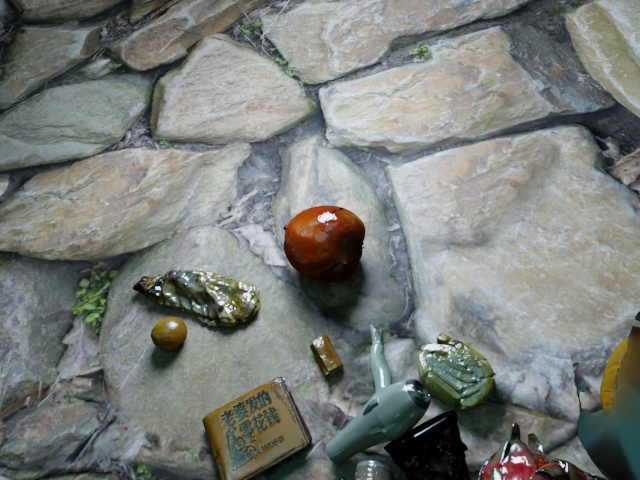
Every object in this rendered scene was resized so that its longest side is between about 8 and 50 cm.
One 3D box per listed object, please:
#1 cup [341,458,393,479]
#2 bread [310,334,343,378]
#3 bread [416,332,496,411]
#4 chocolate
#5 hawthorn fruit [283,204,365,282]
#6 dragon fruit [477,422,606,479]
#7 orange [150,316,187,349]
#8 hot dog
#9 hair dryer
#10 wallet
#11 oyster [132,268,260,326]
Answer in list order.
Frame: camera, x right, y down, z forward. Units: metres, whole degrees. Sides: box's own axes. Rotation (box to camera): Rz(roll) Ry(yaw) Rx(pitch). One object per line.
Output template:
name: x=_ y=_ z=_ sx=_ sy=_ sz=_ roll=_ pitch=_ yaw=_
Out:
cup: x=0.087 y=0.457 z=0.866 sx=0.074 sy=0.102 sz=0.099 roll=27 pitch=44 yaw=-13
bread: x=0.012 y=0.247 z=1.036 sx=0.047 sy=0.036 sz=0.083 roll=-27 pitch=58 yaw=-8
bread: x=0.262 y=0.259 z=0.952 sx=0.156 sy=0.064 sz=0.117 roll=29 pitch=67 yaw=26
chocolate: x=0.209 y=0.390 z=0.850 sx=0.156 sy=0.156 sz=0.133 roll=-29 pitch=72 yaw=-6
hawthorn fruit: x=0.000 y=0.000 z=1.115 sx=0.202 sy=0.185 sz=0.185 roll=18 pitch=64 yaw=28
dragon fruit: x=0.333 y=0.425 z=0.756 sx=0.193 sy=0.192 sz=0.274 roll=0 pitch=56 yaw=-12
orange: x=-0.351 y=0.215 z=1.121 sx=0.085 sy=0.085 sz=0.085 roll=-6 pitch=57 yaw=9
hot dog: x=0.569 y=0.267 z=0.856 sx=0.326 sy=0.107 sz=0.194 roll=-42 pitch=48 yaw=-3
hair dryer: x=0.084 y=0.313 z=0.955 sx=0.229 sy=0.092 sz=0.267 roll=-50 pitch=22 yaw=5
wallet: x=-0.132 y=0.384 z=0.978 sx=0.195 sy=0.042 sz=0.161 roll=-27 pitch=56 yaw=-5
oyster: x=-0.308 y=0.130 z=1.171 sx=0.345 sy=0.078 sz=0.129 roll=9 pitch=69 yaw=15
